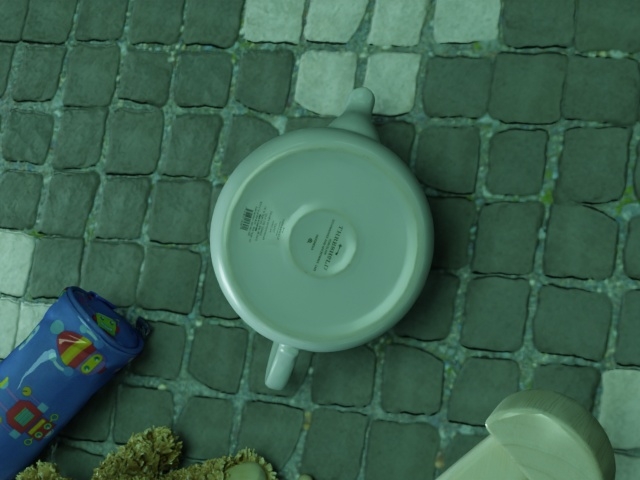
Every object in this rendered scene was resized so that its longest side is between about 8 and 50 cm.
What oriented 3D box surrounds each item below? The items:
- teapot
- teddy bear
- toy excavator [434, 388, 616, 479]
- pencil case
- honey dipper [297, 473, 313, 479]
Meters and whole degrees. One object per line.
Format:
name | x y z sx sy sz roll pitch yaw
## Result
teapot | 0.000 0.000 1.586 0.256 0.187 0.252 -28 95 1
teddy bear | -0.197 0.331 1.660 0.338 0.113 0.245 -23 77 12
toy excavator | 0.093 0.391 1.345 0.433 0.222 0.445 -16 94 21
pencil case | -0.344 0.182 1.744 0.306 0.119 0.133 -45 22 11
honey dipper | 0.035 0.299 1.583 0.161 0.030 0.030 30 93 30
